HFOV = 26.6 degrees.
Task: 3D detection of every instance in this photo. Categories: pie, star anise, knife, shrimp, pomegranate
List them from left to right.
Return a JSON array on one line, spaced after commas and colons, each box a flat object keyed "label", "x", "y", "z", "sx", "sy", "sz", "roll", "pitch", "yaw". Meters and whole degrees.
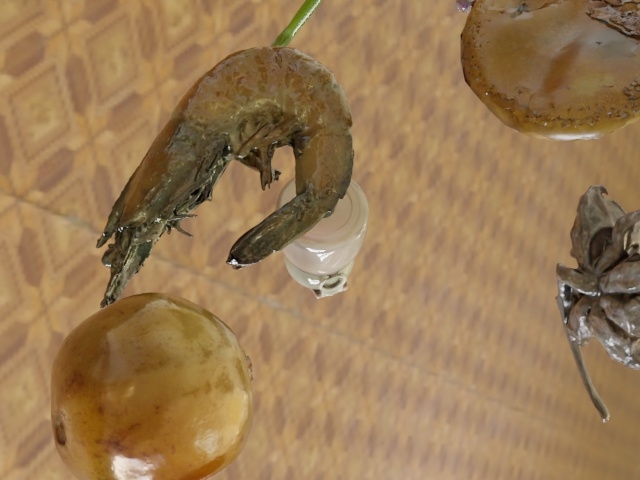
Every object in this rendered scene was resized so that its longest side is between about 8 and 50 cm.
[{"label": "pomegranate", "x": -0.201, "y": 0.185, "z": 1.644, "sx": 0.264, "sy": 0.264, "sz": 0.264, "roll": -33, "pitch": 128, "yaw": -56}, {"label": "shrimp", "x": -0.132, "y": -0.060, "z": 1.810, "sx": 0.445, "sy": 0.272, "sz": 0.085, "roll": -49, "pitch": 161, "yaw": -2}, {"label": "knife", "x": -0.041, "y": -0.322, "z": 2.050, "sx": 0.184, "sy": 0.022, "sz": 0.026, "roll": -48, "pitch": -170, "yaw": 38}, {"label": "pie", "x": 0.290, "y": -0.218, "z": 1.560, "sx": 0.069, "sy": 0.273, "sz": 0.273, "roll": 75, "pitch": 35, "yaw": -54}, {"label": "star anise", "x": 0.450, "y": 0.092, "z": 2.074, "sx": 0.139, "sy": 0.316, "sz": 0.360, "roll": -14, "pitch": 82, "yaw": -24}]

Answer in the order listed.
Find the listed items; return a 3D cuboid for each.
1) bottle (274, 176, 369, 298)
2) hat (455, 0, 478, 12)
[{"label": "bottle", "x": 0.000, "y": 0.000, "z": 2.184, "sx": 0.236, "sy": 0.147, "sz": 0.148, "roll": 93, "pitch": 19, "yaw": -64}, {"label": "hat", "x": 0.333, "y": -0.402, "z": 2.519, "sx": 0.140, "sy": 0.227, "sz": 0.129, "roll": -28, "pitch": 140, "yaw": -14}]
